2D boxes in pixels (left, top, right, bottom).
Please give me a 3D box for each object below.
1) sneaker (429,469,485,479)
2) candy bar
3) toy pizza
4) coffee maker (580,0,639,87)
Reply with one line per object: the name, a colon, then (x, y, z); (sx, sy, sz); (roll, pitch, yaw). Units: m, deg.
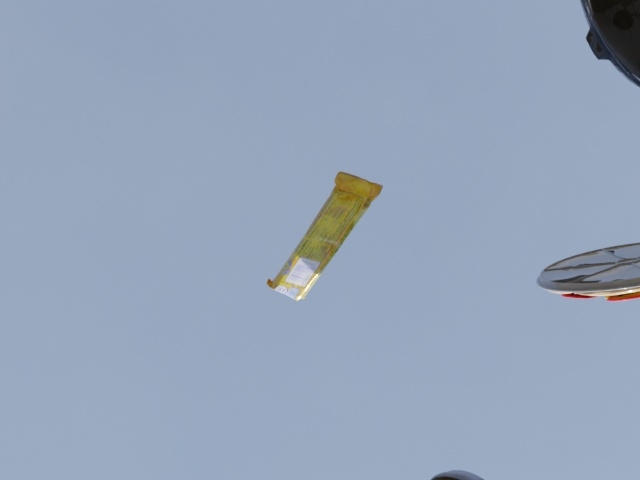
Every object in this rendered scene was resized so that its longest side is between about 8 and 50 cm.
sneaker: (0.167, 0.318, 1.579); (0.090, 0.081, 0.232); (4, -148, -44)
candy bar: (0.000, 0.000, 1.341); (0.040, 0.161, 0.018); (19, -135, -16)
toy pizza: (0.335, 0.037, 1.705); (0.201, 0.032, 0.201); (-11, -171, 2)
coffee maker: (0.207, -0.153, 0.779); (0.120, 0.171, 0.178); (35, -165, 1)
